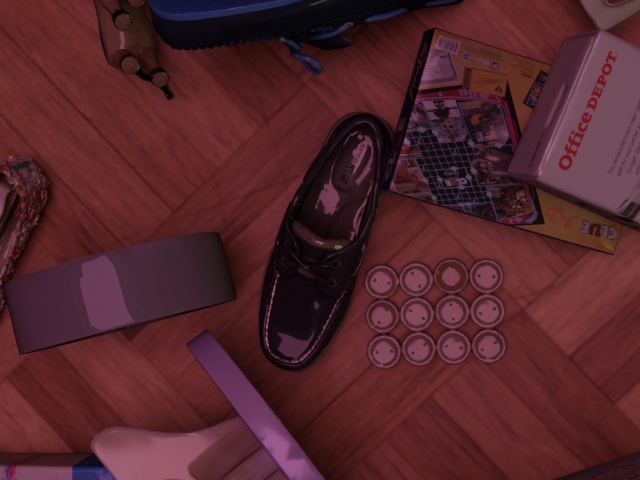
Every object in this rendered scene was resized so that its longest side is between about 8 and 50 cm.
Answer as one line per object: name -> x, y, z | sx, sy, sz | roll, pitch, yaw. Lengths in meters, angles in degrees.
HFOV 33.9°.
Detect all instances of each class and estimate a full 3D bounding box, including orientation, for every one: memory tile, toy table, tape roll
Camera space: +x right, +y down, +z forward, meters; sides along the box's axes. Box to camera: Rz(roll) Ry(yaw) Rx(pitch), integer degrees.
memory tile -> 0.120, 0.076, 1.104 | 0.148, 0.012, 0.113 | -3, 90, 8
toy table -> -0.091, 0.245, 1.037 | 0.161, 0.252, 0.274 | -38, 70, -10
tape roll -> -0.197, 0.052, 1.043 | 0.219, 0.219, 0.072 | -14, 88, 8

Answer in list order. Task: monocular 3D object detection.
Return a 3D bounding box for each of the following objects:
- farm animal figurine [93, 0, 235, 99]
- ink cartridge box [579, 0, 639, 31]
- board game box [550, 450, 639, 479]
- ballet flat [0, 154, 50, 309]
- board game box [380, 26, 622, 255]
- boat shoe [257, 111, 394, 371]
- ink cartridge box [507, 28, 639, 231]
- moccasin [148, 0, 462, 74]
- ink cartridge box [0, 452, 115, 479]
farm animal figurine -> -0.173, -0.356, 1.053 | 0.330, 0.172, 0.327 | -47, 126, 6
ink cartridge box -> 0.270, -0.318, 1.053 | 0.109, 0.062, 0.209 | -31, 87, 7
board game box -> 0.183, 0.299, 0.946 | 0.319, 0.318, 0.065 | -20, 89, 8
ballet flat -> -0.372, 0.017, 1.137 | 0.091, 0.077, 0.240 | 23, 94, 6
board game box -> 0.197, -0.095, 1.041 | 0.243, 0.042, 0.165 | 16, 93, -11
boat shoe -> 0.000, 0.000, 1.078 | 0.103, 0.092, 0.285 | 23, 93, 9
ink cartridge box -> 0.302, -0.090, 0.993 | 0.203, 0.086, 0.148 | 22, 92, -11
moccasin -> 0.009, -0.229, 1.016 | 0.342, 0.116, 0.137 | -15, 48, -10
ink cartridge box -> -0.320, 0.301, 1.133 | 0.231, 0.078, 0.134 | 0, 90, 8
